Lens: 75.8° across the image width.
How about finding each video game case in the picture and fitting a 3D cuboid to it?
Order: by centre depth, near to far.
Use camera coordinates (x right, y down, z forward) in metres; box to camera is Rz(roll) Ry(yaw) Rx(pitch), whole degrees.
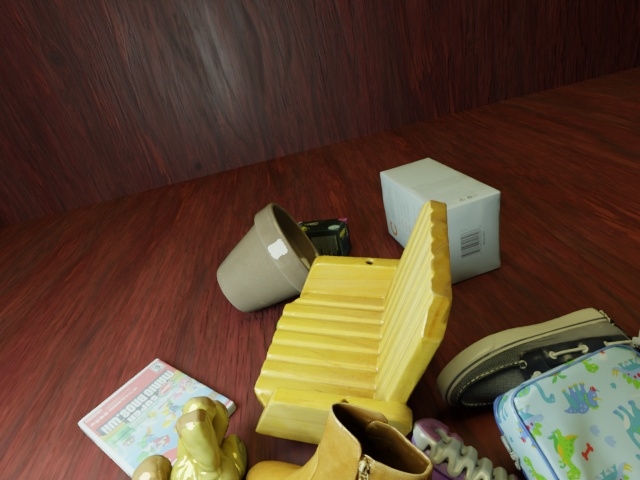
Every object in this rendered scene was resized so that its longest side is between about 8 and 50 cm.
[{"bbox_3d":[-0.340,0.362,0.847,0.285,0.025,0.204,10,36,37],"label":"video game case"}]

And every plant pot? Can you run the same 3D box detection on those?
[{"bbox_3d":[-0.137,0.072,1.084,0.229,0.263,0.263,-36,26,10],"label":"plant pot"}]

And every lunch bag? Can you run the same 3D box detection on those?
[{"bbox_3d":[0.356,0.250,0.532,0.218,0.090,0.176,-18,59,-13],"label":"lunch bag"}]

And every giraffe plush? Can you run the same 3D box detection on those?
[{"bbox_3d":[-0.216,0.380,0.650,0.170,0.181,0.210,-28,64,-5],"label":"giraffe plush"}]

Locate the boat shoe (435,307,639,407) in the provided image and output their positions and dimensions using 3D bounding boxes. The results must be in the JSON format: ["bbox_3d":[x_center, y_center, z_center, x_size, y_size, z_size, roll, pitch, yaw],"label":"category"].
[{"bbox_3d":[0.372,0.226,0.660,0.340,0.127,0.158,-19,34,-7],"label":"boat shoe"}]

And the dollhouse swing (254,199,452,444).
[{"bbox_3d":[0.043,0.112,0.703,0.314,0.305,0.347,3,39,13],"label":"dollhouse swing"}]

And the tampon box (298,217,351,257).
[{"bbox_3d":[0.000,0.000,1.253,0.160,0.102,0.120,-5,18,18],"label":"tampon box"}]

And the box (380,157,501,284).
[{"bbox_3d":[0.317,-0.067,1.131,0.168,0.215,0.345,-18,29,-8],"label":"box"}]

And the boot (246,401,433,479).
[{"bbox_3d":[0.011,0.310,0.565,0.294,0.212,0.104,10,20,33],"label":"boot"}]

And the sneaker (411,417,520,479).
[{"bbox_3d":[0.212,0.353,0.551,0.236,0.105,0.095,30,6,30],"label":"sneaker"}]

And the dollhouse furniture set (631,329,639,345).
[{"bbox_3d":[0.688,0.113,0.596,0.303,0.198,0.286,18,-5,-20],"label":"dollhouse furniture set"}]

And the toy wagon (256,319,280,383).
[{"bbox_3d":[0.009,0.223,0.895,0.344,0.068,0.267,-30,31,-27],"label":"toy wagon"}]
